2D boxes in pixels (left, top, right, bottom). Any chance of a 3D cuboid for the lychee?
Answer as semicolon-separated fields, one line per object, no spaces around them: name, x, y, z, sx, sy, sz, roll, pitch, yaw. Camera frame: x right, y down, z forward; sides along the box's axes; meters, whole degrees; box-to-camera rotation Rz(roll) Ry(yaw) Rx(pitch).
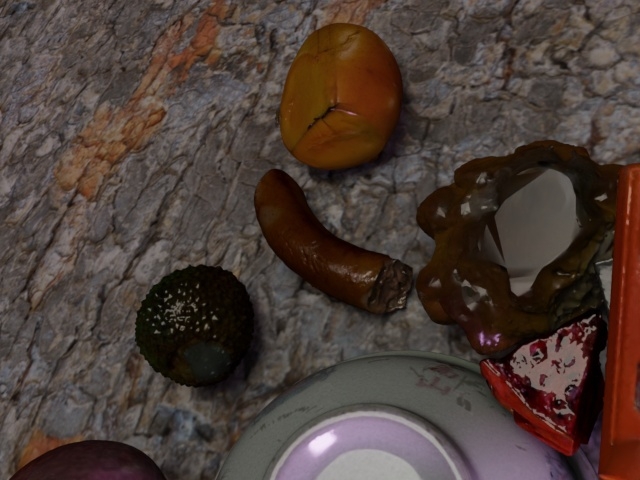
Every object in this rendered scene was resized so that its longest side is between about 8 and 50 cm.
lychee;-0.163;0.106;0.949;0.171;0.171;0.171;-14;55;20

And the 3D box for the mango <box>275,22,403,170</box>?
mango;0.033;-0.231;1.066;0.187;0.138;0.257;-24;46;37

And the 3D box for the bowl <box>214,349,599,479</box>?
bowl;0.054;0.264;0.644;0.435;0.196;0.434;-7;57;11

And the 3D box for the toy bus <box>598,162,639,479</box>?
toy bus;0.298;0.106;0.577;0.143;0.153;0.329;4;85;33

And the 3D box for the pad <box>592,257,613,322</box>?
pad;0.398;0.161;0.599;0.248;0.007;0.367;-18;73;28

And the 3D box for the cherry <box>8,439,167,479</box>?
cherry;-0.280;0.363;0.805;0.307;0.221;0.261;-39;45;25

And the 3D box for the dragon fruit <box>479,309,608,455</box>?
dragon fruit;0.217;0.116;0.672;0.092;0.192;0.122;11;91;31

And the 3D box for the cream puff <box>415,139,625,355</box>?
cream puff;0.230;-0.005;0.798;0.269;0.155;0.241;-19;57;16

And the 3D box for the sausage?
sausage;-0.004;0.003;0.971;0.103;0.076;0.302;-42;51;-12
